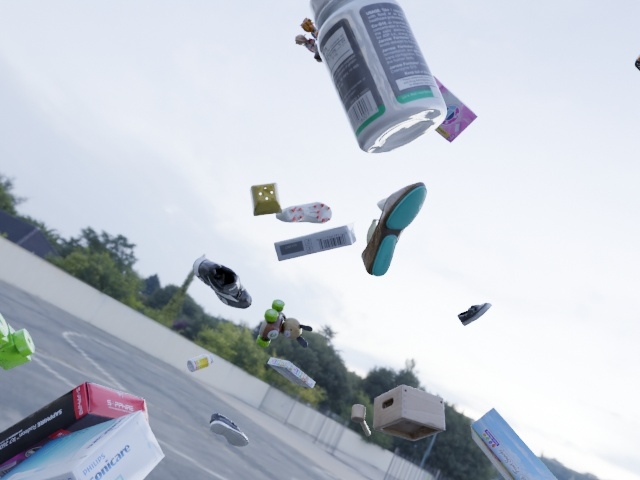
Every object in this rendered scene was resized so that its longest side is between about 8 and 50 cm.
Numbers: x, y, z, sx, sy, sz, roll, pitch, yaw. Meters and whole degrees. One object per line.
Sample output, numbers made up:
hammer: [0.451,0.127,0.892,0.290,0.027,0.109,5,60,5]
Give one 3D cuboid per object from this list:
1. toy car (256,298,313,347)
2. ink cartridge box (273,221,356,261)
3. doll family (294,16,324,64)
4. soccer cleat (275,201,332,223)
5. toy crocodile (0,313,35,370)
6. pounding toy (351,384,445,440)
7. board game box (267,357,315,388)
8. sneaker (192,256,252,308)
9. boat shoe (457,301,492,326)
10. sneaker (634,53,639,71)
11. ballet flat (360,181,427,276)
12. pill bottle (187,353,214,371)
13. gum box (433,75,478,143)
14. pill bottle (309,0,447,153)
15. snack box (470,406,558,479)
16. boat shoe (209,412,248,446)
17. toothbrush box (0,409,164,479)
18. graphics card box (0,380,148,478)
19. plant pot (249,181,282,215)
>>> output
toy car: [-0.128,0.343,1.946,0.189,0.149,0.155,22,-63,7]
ink cartridge box: [0.000,0.000,1.314,0.189,0.066,0.232,-14,-3,11]
doll family: [0.016,-0.602,1.539,0.163,0.118,0.263,21,23,-37]
soccer cleat: [-0.046,-0.082,1.518,0.076,0.068,0.196,1,4,45]
toy crocodile: [-0.750,0.214,1.147,0.105,0.115,0.340,60,-18,24]
pounding toy: [0.172,0.428,1.277,0.206,0.094,0.181,23,-40,-19]
board game box: [-0.103,0.472,1.808,0.104,0.026,0.154,-4,-41,46]
sneaker: [-0.270,0.137,1.498,0.106,0.078,0.234,6,-34,46]
boat shoe: [0.451,0.212,1.497,0.040,0.049,0.142,47,-34,10]
sneaker: [0.843,-0.407,1.159,0.263,0.121,0.099,21,5,-28]
ballet flat: [0.210,-0.050,1.580,0.116,0.342,0.124,2,31,-34]
pill bottle: [-0.394,0.402,1.673,0.043,0.043,0.083,11,14,42]
gum box: [0.352,-0.368,1.448,0.188,0.107,0.062,25,30,-36]
pill bottle: [0.115,-0.391,1.105,0.204,0.204,0.360,126,-55,-72]
snack box: [0.406,0.464,1.085,0.174,0.070,0.207,50,-4,33]
boat shoe: [-0.223,0.465,1.243,0.125,0.046,0.038,43,17,-30]
toothbrush box: [-0.524,0.501,1.077,0.126,0.296,0.216,65,19,-5]
graphics card box: [-0.675,0.516,1.328,0.094,0.371,0.233,64,6,34]
plant pot: [-0.147,-0.118,1.370,0.081,0.081,0.083,-8,-10,-8]
